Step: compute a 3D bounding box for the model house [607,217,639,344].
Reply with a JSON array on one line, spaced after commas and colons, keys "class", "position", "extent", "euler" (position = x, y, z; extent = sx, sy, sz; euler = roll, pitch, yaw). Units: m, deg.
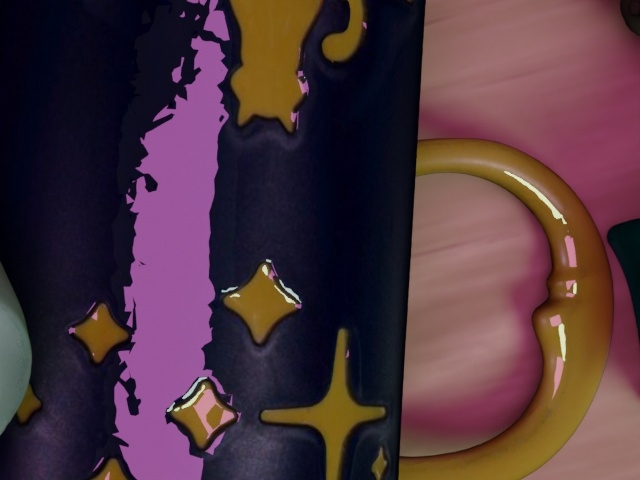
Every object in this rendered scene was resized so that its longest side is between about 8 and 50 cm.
[{"class": "model house", "position": [0.183, 0.015, 0.438], "extent": [0.127, 0.100, 0.149], "euler": [34, 94, 5]}]

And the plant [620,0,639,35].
[{"class": "plant", "position": [0.147, -0.128, 0.428], "extent": [0.092, 0.143, 0.094], "euler": [33, 88, 28]}]

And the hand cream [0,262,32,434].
[{"class": "hand cream", "position": [-0.178, -0.025, 0.407], "extent": [0.109, 0.320, 0.067], "euler": [-50, 130, 3]}]

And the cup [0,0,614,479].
[{"class": "cup", "position": [-0.019, -0.001, 0.451], "extent": [0.178, 0.255, 0.256], "euler": [2, 86, 42]}]
